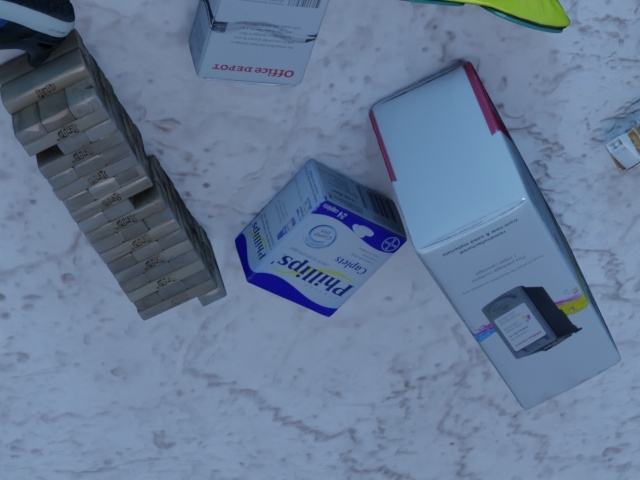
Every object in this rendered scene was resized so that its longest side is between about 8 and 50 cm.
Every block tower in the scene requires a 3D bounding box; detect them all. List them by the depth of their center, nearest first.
[{"bbox_3d":[-0.207,-0.053,1.819,0.097,0.091,0.335,-25,135,7],"label":"block tower"}]

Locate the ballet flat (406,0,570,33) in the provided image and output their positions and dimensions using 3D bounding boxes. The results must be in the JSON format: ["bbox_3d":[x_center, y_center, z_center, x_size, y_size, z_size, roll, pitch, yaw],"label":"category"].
[{"bbox_3d":[0.155,-0.259,1.761,0.231,0.077,0.077,9,112,-23],"label":"ballet flat"}]

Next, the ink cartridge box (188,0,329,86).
[{"bbox_3d":[-0.056,-0.227,1.722,0.109,0.063,0.150,3,132,-22],"label":"ink cartridge box"}]

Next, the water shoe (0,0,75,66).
[{"bbox_3d":[-0.325,-0.209,1.642,0.203,0.073,0.080,16,128,-30],"label":"water shoe"}]

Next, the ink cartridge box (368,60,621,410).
[{"bbox_3d":[0.184,-0.003,1.904,0.131,0.226,0.306,-28,136,10],"label":"ink cartridge box"}]

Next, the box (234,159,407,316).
[{"bbox_3d":[0.000,0.000,1.952,0.126,0.072,0.137,25,121,-35],"label":"box"}]

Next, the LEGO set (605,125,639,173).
[{"bbox_3d":[0.402,-0.188,1.916,0.132,0.107,0.287,20,138,10],"label":"LEGO set"}]
